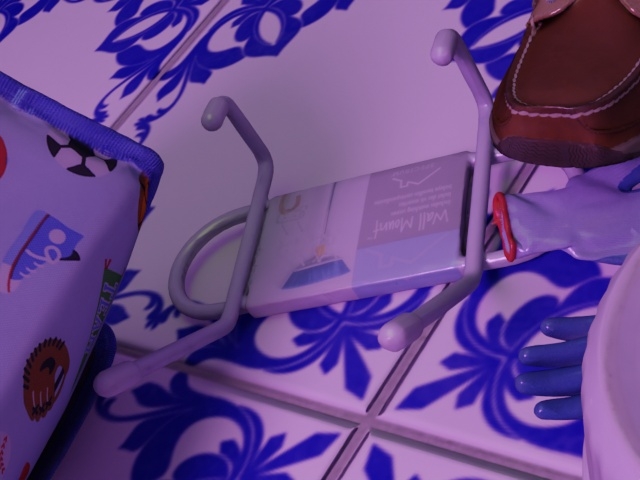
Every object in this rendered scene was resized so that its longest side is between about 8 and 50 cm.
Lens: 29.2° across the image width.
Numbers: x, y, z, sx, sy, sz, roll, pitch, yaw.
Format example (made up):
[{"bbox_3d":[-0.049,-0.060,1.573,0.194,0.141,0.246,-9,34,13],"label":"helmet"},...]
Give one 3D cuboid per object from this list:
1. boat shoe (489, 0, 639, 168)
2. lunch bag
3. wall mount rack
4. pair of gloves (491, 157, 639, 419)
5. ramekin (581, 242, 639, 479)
[{"bbox_3d":[0.195,-0.159,0.836,0.122,0.120,0.324,6,33,25],"label":"boat shoe"},{"bbox_3d":[-0.287,0.108,0.835,0.385,0.238,0.328,-49,14,54],"label":"lunch bag"},{"bbox_3d":[0.000,0.000,0.863,0.350,0.130,0.304,-13,44,26],"label":"wall mount rack"},{"bbox_3d":[0.188,0.032,0.727,0.159,0.023,0.198,-7,58,5],"label":"pair of gloves"},{"bbox_3d":[0.245,0.079,0.563,0.272,0.127,0.273,-13,49,16],"label":"ramekin"}]
